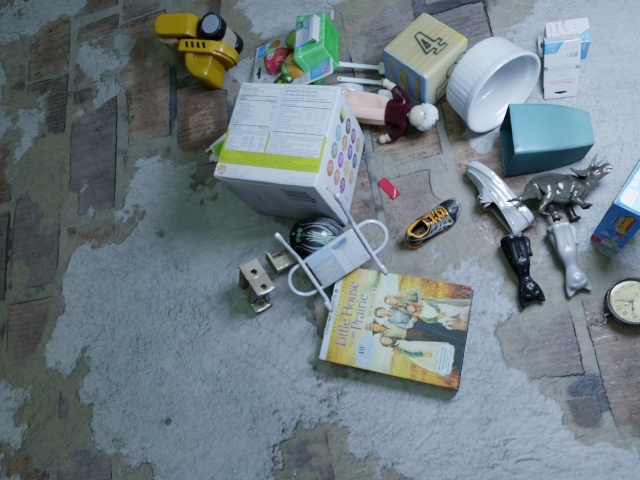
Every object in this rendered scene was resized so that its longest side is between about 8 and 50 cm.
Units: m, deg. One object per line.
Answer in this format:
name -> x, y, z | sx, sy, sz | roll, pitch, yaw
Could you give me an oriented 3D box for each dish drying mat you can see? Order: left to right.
dish drying mat -> 0.228, -0.174, 1.786 | 0.032, 0.008, 0.083 | -42, 66, 2

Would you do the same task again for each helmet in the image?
helmet -> 0.000, 0.000, 1.721 | 0.161, 0.169, 0.170 | 8, 75, 32

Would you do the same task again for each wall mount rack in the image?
wall mount rack -> 0.033, 0.030, 1.582 | 0.350, 0.130, 0.304 | -34, 107, 3

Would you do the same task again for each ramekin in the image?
ramekin -> 0.523, -0.485, 1.657 | 0.277, 0.277, 0.135 | -38, 59, 3

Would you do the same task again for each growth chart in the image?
growth chart -> -0.312, -0.316, 1.988 | 0.172, 0.021, 0.237 | -47, 66, 0

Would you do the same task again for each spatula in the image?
spatula -> 0.167, -0.559, 1.892 | 0.241, 0.019, 0.168 | 6, 79, 2

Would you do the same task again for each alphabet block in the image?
alphabet block -> 0.344, -0.584, 1.770 | 0.197, 0.192, 0.193 | -43, 68, -9

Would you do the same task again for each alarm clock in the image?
alarm clock -> 0.828, 0.177, 1.462 | 0.192, 0.064, 0.129 | -27, 68, 5

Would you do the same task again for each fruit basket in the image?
fruit basket -> -0.110, -0.669, 1.950 | 0.352, 0.165, 0.327 | -12, 57, 23

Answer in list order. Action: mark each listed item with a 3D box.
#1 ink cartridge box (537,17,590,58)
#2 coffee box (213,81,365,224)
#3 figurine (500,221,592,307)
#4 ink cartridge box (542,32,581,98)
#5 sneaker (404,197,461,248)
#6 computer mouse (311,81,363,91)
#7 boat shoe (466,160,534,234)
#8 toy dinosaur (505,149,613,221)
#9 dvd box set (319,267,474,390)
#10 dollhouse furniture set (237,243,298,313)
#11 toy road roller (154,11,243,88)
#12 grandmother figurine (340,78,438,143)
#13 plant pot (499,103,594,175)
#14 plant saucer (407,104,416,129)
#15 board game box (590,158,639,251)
ink cartridge box -> 0.777, -0.639, 1.721 | 0.143, 0.090, 0.092 | -3, 72, 15
coffee box -> -0.081, -0.275, 1.732 | 0.337, 0.337, 0.335 | 8, 75, 20
figurine -> 0.653, 0.071, 1.545 | 0.214, 0.092, 0.210 | -14, 77, 11
ink cartridge box -> 0.752, -0.544, 1.683 | 0.104, 0.180, 0.060 | -2, 36, 16
sneaker -> 0.352, -0.058, 1.671 | 0.215, 0.083, 0.084 | -41, 65, 0
computer mouse -> 0.058, -0.544, 1.935 | 0.192, 0.042, 0.106 | -5, 71, 16
boat shoe -> 0.526, -0.128, 1.639 | 0.088, 0.096, 0.268 | -38, 75, -2
toy dinosaur -> 0.693, -0.143, 1.580 | 0.313, 0.121, 0.161 | -10, 63, 8
dvd box set -> 0.228, 0.254, 1.621 | 0.420, 0.062, 0.308 | 9, 75, 19
dollhouse furniture set -> -0.160, 0.127, 1.766 | 0.183, 0.129, 0.129 | -25, 65, -24
toy road roller -> -0.476, -0.727, 2.076 | 0.329, 0.202, 0.241 | 9, 87, 18
grandmother figurine -> 0.225, -0.423, 1.782 | 0.342, 0.208, 0.104 | 14, 36, 26
plant pot -> 0.678, -0.305, 1.611 | 0.234, 0.165, 0.166 | -2, 72, 8
plant saucer -> 0.300, -0.426, 1.836 | 0.119, 0.021, 0.120 | -5, 72, 15
board game box -> 0.863, -0.152, 1.426 | 0.086, 0.302, 0.308 | 32, 85, 23
